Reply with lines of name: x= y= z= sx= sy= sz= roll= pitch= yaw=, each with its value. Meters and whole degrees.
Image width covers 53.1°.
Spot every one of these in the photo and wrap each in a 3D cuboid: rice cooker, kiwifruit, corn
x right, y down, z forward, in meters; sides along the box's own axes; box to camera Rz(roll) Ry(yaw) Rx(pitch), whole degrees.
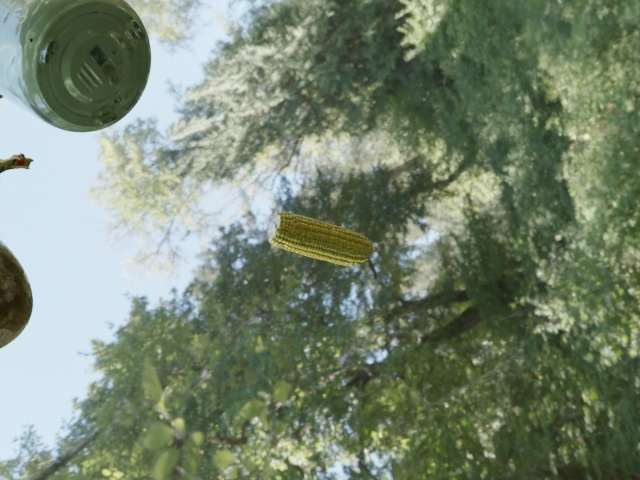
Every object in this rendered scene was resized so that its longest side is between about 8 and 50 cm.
rice cooker: x=-0.389 y=-0.290 z=0.952 sx=0.244 sy=0.226 sz=0.226 roll=27 pitch=180 yaw=36
kiwifruit: x=-0.570 y=0.072 z=1.005 sx=0.234 sy=0.196 sz=0.196 roll=52 pitch=-162 yaw=24
corn: x=0.000 y=0.000 z=1.341 sx=0.248 sy=0.081 sz=0.081 roll=15 pitch=-131 yaw=-32

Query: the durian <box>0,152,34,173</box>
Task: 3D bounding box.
durian: x=-0.379 y=-0.034 z=0.623 sx=0.146 sy=0.208 sz=0.102 roll=50 pitch=162 yaw=23
